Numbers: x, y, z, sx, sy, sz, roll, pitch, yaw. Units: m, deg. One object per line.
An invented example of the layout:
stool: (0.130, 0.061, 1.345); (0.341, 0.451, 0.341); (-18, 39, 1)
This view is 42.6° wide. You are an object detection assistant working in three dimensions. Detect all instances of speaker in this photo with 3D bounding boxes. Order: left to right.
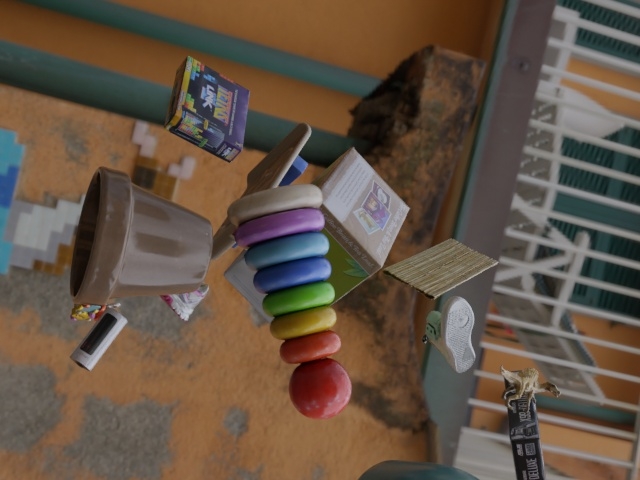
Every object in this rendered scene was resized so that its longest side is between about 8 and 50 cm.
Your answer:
speaker: (-0.480, 0.214, 1.777); (0.136, 0.055, 0.055); (-55, -178, -22)

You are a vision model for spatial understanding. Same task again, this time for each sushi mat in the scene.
sushi mat: (0.300, 0.066, 2.032); (0.317, 0.151, 0.019); (-21, 133, -47)

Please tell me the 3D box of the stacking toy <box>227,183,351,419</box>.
stacking toy: (-0.033, 0.093, 1.177); (0.141, 0.141, 0.330); (150, -72, -75)

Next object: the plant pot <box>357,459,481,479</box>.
plant pot: (0.225, 0.572, 1.607); (0.235, 0.293, 0.293); (-27, -132, 52)

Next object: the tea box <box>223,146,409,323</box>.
tea box: (0.000, 0.000, 1.926); (0.323, 0.220, 0.329); (-38, -171, 28)

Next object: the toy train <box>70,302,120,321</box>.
toy train: (-0.533, 0.159, 1.967); (0.166, 0.125, 0.046); (130, -44, -62)

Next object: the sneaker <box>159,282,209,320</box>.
sneaker: (-0.348, 0.069, 1.883); (0.111, 0.252, 0.103); (-44, -137, -11)

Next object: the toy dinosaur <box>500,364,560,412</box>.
toy dinosaur: (0.410, 0.300, 1.699); (0.092, 0.183, 0.053); (-62, -152, 11)

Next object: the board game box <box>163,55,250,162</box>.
board game box: (-0.207, -0.243, 1.519); (0.048, 0.141, 0.170); (-42, -146, 39)

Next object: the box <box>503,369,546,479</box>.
box: (0.546, 0.529, 2.182); (0.307, 0.077, 0.242); (-71, 151, -64)

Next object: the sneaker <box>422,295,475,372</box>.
sneaker: (0.305, 0.207, 2.049); (0.151, 0.094, 0.256); (44, -23, 42)

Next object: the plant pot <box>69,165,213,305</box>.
plant pot: (-0.337, 0.009, 1.567); (0.263, 0.229, 0.263); (-39, -135, 54)

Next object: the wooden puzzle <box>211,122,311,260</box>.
wooden puzzle: (-0.152, -0.122, 2.227); (0.322, 0.080, 0.347); (-38, -159, 43)

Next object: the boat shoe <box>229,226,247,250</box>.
boat shoe: (-0.120, 0.010, 1.576); (0.043, 0.137, 0.049); (-50, 144, -6)
